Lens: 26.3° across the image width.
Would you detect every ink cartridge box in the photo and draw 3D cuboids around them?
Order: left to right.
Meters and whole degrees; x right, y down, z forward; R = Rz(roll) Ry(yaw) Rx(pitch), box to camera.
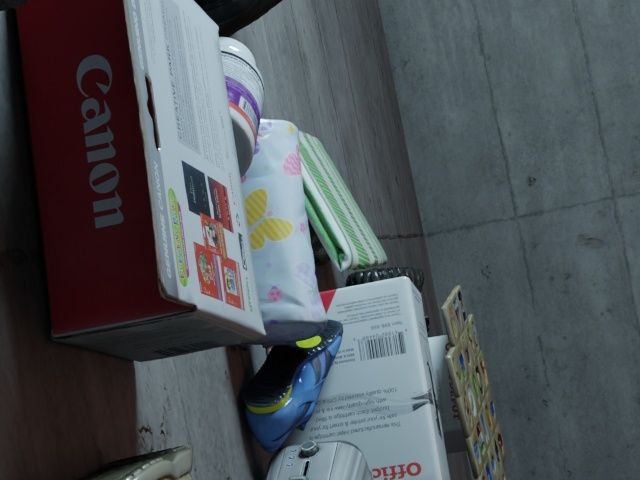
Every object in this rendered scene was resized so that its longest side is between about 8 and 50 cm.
[{"bbox_3d":[-0.162,-0.069,1.157,0.272,0.130,0.309,39,41,-73],"label":"ink cartridge box"},{"bbox_3d":[0.047,0.204,1.754,0.114,0.197,0.272,46,35,-70],"label":"ink cartridge box"},{"bbox_3d":[0.122,0.238,2.031,0.092,0.220,0.160,61,21,-58],"label":"ink cartridge box"}]

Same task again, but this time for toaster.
[{"bbox_3d":[0.001,0.352,1.570,0.146,0.129,0.226,-64,145,-66],"label":"toaster"}]

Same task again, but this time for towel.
[{"bbox_3d":[0.010,-0.062,2.067,0.247,0.038,0.325,59,9,4],"label":"towel"}]

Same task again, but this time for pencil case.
[{"bbox_3d":[-0.064,-0.009,1.632,0.124,0.114,0.273,67,14,-76],"label":"pencil case"}]

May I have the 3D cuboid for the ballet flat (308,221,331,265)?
[{"bbox_3d":[0.000,0.000,2.117,0.084,0.058,0.250,55,8,-4],"label":"ballet flat"}]

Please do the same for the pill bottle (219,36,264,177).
[{"bbox_3d":[-0.118,-0.148,1.510,0.193,0.108,0.108,-85,160,-56],"label":"pill bottle"}]

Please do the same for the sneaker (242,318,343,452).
[{"bbox_3d":[-0.029,0.173,1.652,0.209,0.069,0.082,-51,136,-50],"label":"sneaker"}]

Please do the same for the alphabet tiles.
[{"bbox_3d":[0.226,0.243,1.965,0.285,0.011,0.342,-37,113,-75],"label":"alphabet tiles"}]

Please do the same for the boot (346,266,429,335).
[{"bbox_3d":[0.151,0.181,2.463,0.348,0.131,0.260,32,48,-74],"label":"boot"}]

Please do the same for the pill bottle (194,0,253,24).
[{"bbox_3d":[-0.148,-0.355,1.529,0.122,0.123,0.219,-88,163,-49],"label":"pill bottle"}]

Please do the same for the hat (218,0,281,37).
[{"bbox_3d":[-0.082,-0.416,1.767,0.134,0.331,0.331,39,6,10],"label":"hat"}]

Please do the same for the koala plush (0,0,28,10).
[{"bbox_3d":[-0.225,-0.288,0.934,0.203,0.196,0.221,-67,149,-54],"label":"koala plush"}]

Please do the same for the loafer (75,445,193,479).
[{"bbox_3d":[-0.144,0.216,1.042,0.268,0.102,0.092,2,71,-79],"label":"loafer"}]
